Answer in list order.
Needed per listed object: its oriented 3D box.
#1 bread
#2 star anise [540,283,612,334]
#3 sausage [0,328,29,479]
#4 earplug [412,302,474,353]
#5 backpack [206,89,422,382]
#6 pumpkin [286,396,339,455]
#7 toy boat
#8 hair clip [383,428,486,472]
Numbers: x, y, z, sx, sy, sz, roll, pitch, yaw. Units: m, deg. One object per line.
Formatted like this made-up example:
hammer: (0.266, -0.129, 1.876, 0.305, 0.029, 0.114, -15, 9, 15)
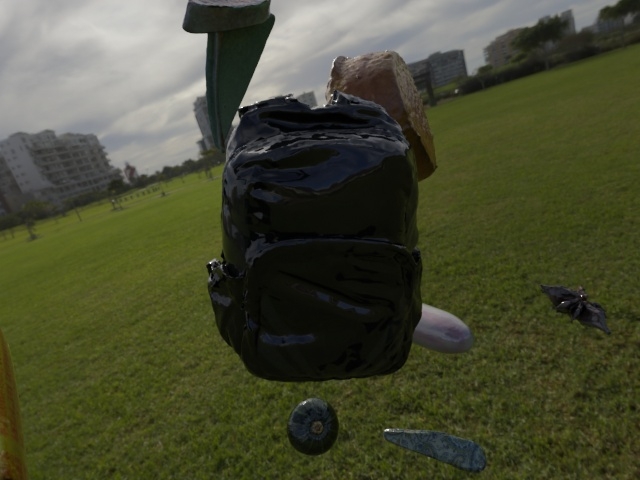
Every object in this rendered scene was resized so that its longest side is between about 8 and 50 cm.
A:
bread: (0.129, -0.243, 0.840, 0.173, 0.311, 0.312, -15, 15, 23)
star anise: (0.505, 0.132, 0.773, 0.124, 0.056, 0.129, 4, 35, -17)
sausage: (-0.357, 0.139, 0.370, 0.117, 0.125, 0.317, -26, 43, -27)
earplug: (0.368, 0.287, 1.325, 0.173, 0.172, 0.301, -26, 20, -30)
backpack: (0.000, 0.000, 0.638, 0.364, 0.444, 0.254, 0, 29, -7)
pumpkin: (-0.021, 0.573, 1.245, 0.167, 0.167, 0.125, -21, -21, -14)
toy boat: (-0.075, -0.140, 0.339, 0.034, 0.122, 0.096, 33, 47, 17)
hair clip: (0.255, 0.461, 0.903, 0.230, 0.036, 0.065, 10, 64, 12)
